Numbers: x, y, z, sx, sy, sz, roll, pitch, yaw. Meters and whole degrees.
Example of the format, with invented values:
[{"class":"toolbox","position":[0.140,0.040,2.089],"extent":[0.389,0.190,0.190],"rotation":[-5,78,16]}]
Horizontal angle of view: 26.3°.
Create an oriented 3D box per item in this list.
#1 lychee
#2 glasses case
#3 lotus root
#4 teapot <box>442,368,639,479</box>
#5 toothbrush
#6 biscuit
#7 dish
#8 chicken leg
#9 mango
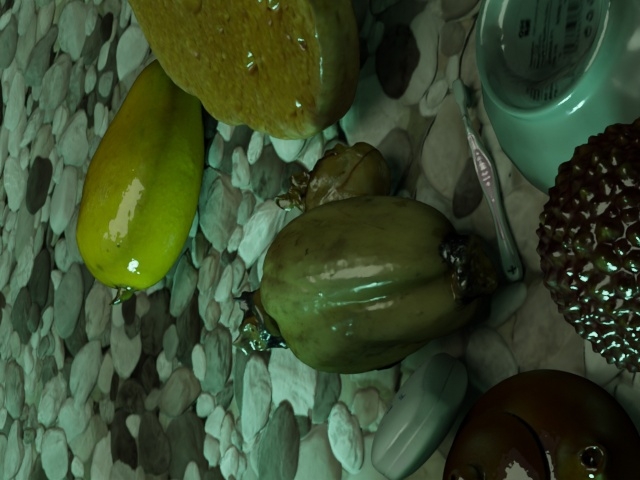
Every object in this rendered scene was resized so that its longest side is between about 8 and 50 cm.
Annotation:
[{"class":"lychee","position":[0.233,0.005,0.874],"extent":[0.188,0.188,0.188],"rotation":[-21,64,53]},{"class":"glasses case","position":[0.080,0.138,1.094],"extent":[0.076,0.049,0.197],"rotation":[-56,-5,13]},{"class":"lotus root","position":[0.041,0.040,1.186],"extent":[0.256,0.154,0.140],"rotation":[-12,30,40]},{"class":"teapot","position":[0.136,0.186,1.014],"extent":[0.252,0.135,0.178],"rotation":[-29,54,49]},{"class":"toothbrush","position":[0.140,-0.054,1.172],"extent":[0.017,0.022,0.204],"rotation":[-30,56,30]},{"class":"biscuit","position":[-0.106,-0.272,1.427],"extent":[0.455,0.078,0.350],"rotation":[36,142,45]},{"class":"dish","position":[0.204,-0.157,1.016],"extent":[0.303,0.120,0.303],"rotation":[-18,68,54]},{"class":"chicken leg","position":[0.002,0.001,1.311],"extent":[0.101,0.085,0.208],"rotation":[24,112,21]},{"class":"mango","position":[-0.208,-0.075,1.627],"extent":[0.176,0.119,0.317],"rotation":[-1,72,59]}]
